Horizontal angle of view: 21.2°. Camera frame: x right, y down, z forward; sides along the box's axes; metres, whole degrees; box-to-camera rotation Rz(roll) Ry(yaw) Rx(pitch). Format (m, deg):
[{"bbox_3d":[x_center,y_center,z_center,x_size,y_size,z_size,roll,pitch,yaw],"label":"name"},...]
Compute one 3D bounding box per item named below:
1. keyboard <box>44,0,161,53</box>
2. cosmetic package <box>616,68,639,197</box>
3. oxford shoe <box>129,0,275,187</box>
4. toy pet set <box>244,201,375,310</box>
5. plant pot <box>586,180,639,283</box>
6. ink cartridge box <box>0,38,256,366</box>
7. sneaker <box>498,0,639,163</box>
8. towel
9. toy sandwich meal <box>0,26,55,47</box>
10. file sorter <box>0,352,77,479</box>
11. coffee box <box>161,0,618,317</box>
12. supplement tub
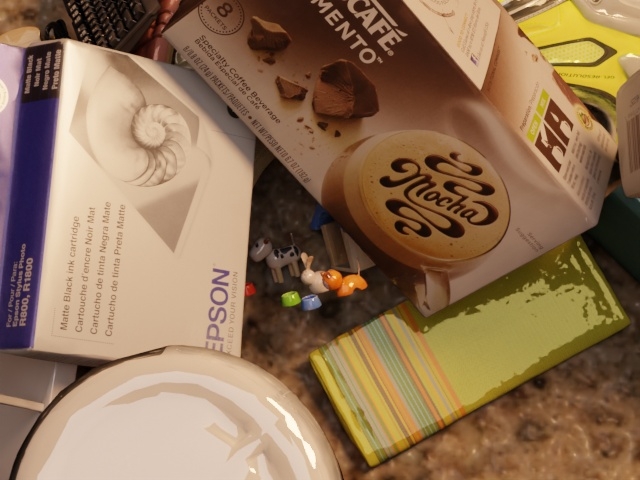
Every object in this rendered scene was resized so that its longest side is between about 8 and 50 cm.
[{"bbox_3d":[-0.182,-0.186,1.347,0.108,0.023,0.180,-50,36,18],"label":"keyboard"},{"bbox_3d":[0.325,-0.076,1.143,0.231,0.117,0.086,-2,86,-4],"label":"cosmetic package"},{"bbox_3d":[-0.094,-0.128,1.357,0.146,0.140,0.397,21,72,-24],"label":"oxford shoe"},{"bbox_3d":[0.000,0.000,1.309,0.114,0.122,0.065,-21,104,-27],"label":"toy pet set"},{"bbox_3d":[0.343,0.009,1.271,0.165,0.165,0.234,-41,84,-6],"label":"plant pot"},{"bbox_3d":[-0.153,-0.024,1.198,0.224,0.045,0.223,9,78,-30],"label":"ink cartridge box"},{"bbox_3d":[0.113,-0.172,1.305,0.384,0.145,0.147,18,93,-3],"label":"sneaker"},{"bbox_3d":[0.116,0.079,1.337,0.237,0.021,0.102,-28,83,-4],"label":"towel"},{"bbox_3d":[-0.236,-0.135,1.395,0.085,0.029,0.086,-1,77,3],"label":"toy sandwich meal"},{"bbox_3d":[-0.305,0.172,1.214,0.173,0.193,0.278,16,75,-35],"label":"file sorter"},{"bbox_3d":[0.054,-0.110,1.231,0.168,0.119,0.297,-30,111,34],"label":"coffee box"},{"bbox_3d":[-0.081,0.193,1.156,0.207,0.338,0.207,-1,78,3],"label":"supplement tub"}]
